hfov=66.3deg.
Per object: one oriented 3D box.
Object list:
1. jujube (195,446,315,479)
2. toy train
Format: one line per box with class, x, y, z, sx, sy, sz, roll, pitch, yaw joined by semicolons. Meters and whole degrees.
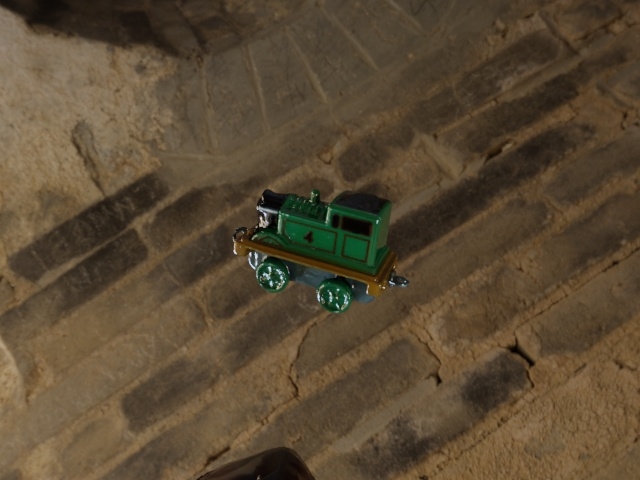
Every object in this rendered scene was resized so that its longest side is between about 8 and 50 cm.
jujube;-0.116;0.411;0.522;0.258;0.258;0.377;23;-117;39
toy train;0.000;0.000;0.582;0.227;0.137;0.091;18;-153;15
